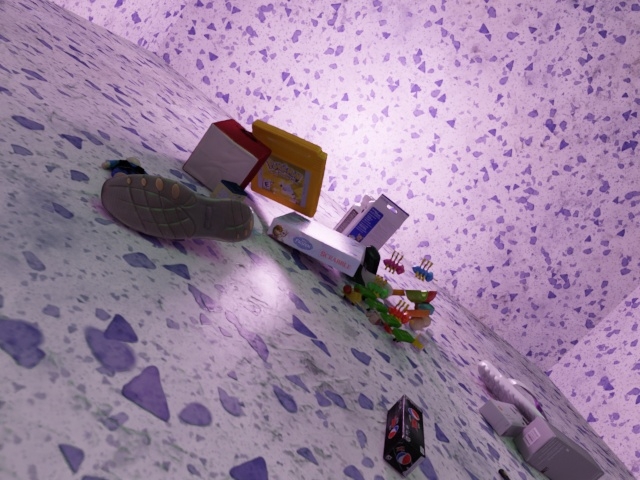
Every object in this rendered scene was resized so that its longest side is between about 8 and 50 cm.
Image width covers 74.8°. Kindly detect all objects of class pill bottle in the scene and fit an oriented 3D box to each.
[{"bbox_3d":[0.173,-0.068,1.917,0.162,0.278,0.162,38,13,-10],"label":"pill bottle"},{"bbox_3d":[0.347,0.341,1.428,0.043,0.083,0.043,38,12,-10],"label":"pill bottle"}]

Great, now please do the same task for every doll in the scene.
[{"bbox_3d":[-0.428,-0.148,0.951,0.129,0.046,0.189,21,14,-31],"label":"doll"}]

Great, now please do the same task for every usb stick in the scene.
[{"bbox_3d":[0.199,0.099,1.669,0.077,0.045,0.278,57,-11,21],"label":"usb stick"}]

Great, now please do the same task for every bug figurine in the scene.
[{"bbox_3d":[0.298,0.171,1.566,0.216,0.279,0.072,34,-18,7],"label":"bug figurine"}]

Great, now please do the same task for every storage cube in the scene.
[{"bbox_3d":[-0.302,-0.265,1.383,0.183,0.215,0.193,39,19,-8],"label":"storage cube"}]

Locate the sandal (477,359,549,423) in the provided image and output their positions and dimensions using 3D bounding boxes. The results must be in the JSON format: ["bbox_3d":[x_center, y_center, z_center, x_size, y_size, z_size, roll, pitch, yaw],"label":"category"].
[{"bbox_3d":[0.745,0.587,1.546,0.416,0.102,0.169,53,-14,51],"label":"sandal"}]

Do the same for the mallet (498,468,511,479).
[{"bbox_3d":[0.481,0.615,0.966,0.062,0.039,0.190,35,9,-15],"label":"mallet"}]

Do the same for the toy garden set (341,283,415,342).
[{"bbox_3d":[0.177,0.242,1.368,0.244,0.049,0.204,49,13,35],"label":"toy garden set"}]

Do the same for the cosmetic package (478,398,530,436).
[{"bbox_3d":[0.623,0.595,1.396,0.239,0.060,0.099,28,16,-44],"label":"cosmetic package"}]

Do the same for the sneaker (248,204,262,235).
[{"bbox_3d":[-0.207,-0.048,1.206,0.094,0.080,0.212,50,10,-6],"label":"sneaker"}]

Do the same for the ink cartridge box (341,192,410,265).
[{"bbox_3d":[0.205,-0.037,1.771,0.165,0.333,0.065,37,15,-17],"label":"ink cartridge box"}]

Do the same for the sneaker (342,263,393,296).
[{"bbox_3d":[0.171,0.153,1.627,0.237,0.085,0.086,33,-20,-3],"label":"sneaker"}]

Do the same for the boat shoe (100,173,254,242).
[{"bbox_3d":[-0.302,-0.056,0.894,0.324,0.123,0.116,17,-9,-41],"label":"boat shoe"}]

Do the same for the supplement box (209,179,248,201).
[{"bbox_3d":[-0.276,-0.127,1.240,0.056,0.083,0.083,43,12,15],"label":"supplement box"}]

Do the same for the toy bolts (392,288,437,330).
[{"bbox_3d":[0.375,0.283,1.730,0.218,0.158,0.228,-3,-9,41],"label":"toy bolts"}]

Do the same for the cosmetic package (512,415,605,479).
[{"bbox_3d":[0.744,0.676,1.313,0.238,0.127,0.107,36,12,-9],"label":"cosmetic package"}]

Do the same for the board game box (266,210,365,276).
[{"bbox_3d":[0.000,0.000,1.493,0.318,0.066,0.318,26,11,5],"label":"board game box"}]

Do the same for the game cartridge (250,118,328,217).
[{"bbox_3d":[-0.126,-0.251,1.525,0.285,0.324,0.053,25,55,10],"label":"game cartridge"}]

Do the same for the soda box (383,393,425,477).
[{"bbox_3d":[0.163,0.373,0.813,0.053,0.060,0.169,40,13,6],"label":"soda box"}]
